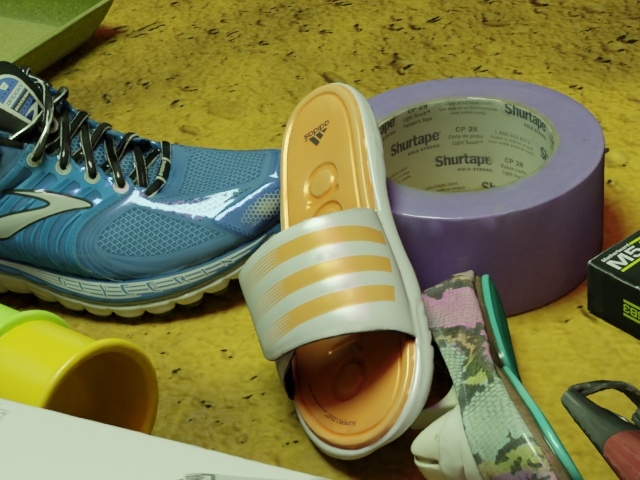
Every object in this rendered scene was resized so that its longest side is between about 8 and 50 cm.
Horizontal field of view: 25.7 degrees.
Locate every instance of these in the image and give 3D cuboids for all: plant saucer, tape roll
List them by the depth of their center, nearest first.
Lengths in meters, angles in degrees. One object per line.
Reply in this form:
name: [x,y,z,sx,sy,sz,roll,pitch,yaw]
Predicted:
tape roll: [0.095,-0.033,0.942,0.188,0.080,0.189,-5,34,3]
plant saucer: [-0.308,-0.179,1.270,0.188,0.045,0.188,13,38,28]

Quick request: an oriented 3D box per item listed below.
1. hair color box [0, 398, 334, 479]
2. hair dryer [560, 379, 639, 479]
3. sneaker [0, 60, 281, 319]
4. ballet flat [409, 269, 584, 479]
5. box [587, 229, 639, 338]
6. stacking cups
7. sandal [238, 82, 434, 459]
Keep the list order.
hair color box: [-0.071,0.187,0.610,0.338,0.110,0.185,8,36,24]
hair dryer: [0.179,0.146,0.586,0.223,0.080,0.293,18,11,21]
sneaker: [-0.176,-0.038,0.936,0.329,0.147,0.130,-2,33,5]
ballet flat: [0.084,0.091,0.772,0.079,0.077,0.221,-25,28,5]
box: [0.293,0.024,0.854,0.190,0.045,0.184,-29,37,-29]
stacking cups: [-0.237,0.057,0.857,0.316,0.096,0.096,20,41,38]
sandal: [-0.008,0.005,0.824,0.102,0.076,0.265,-35,46,30]
